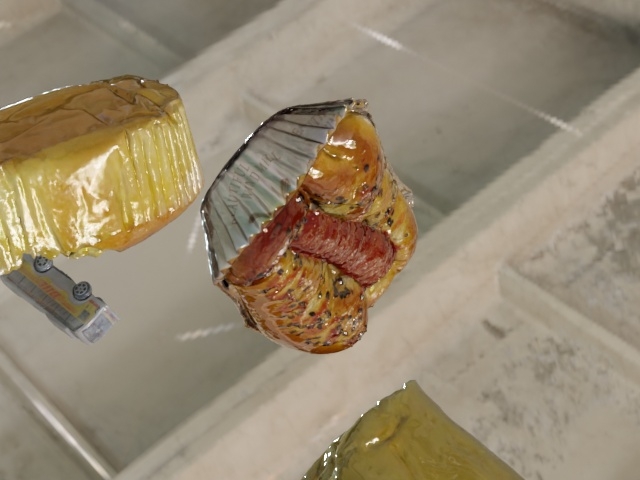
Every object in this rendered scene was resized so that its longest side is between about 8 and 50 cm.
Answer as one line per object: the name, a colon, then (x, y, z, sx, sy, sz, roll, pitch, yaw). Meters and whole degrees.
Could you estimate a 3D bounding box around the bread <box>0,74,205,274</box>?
bread: (-0.238, -0.061, 1.200, 0.250, 0.133, 0.179, -24, -146, -24)

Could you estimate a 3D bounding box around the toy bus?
toy bus: (-0.385, 0.081, 1.848, 0.190, 0.064, 0.075, 32, -108, 28)

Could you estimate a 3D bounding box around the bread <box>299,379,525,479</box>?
bread: (0.096, 0.342, 1.121, 0.341, 0.300, 0.210, 43, -142, 8)

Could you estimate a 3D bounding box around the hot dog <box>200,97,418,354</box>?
hot dog: (0.000, 0.000, 0.591, 0.059, 0.191, 0.108, 39, -95, 22)
